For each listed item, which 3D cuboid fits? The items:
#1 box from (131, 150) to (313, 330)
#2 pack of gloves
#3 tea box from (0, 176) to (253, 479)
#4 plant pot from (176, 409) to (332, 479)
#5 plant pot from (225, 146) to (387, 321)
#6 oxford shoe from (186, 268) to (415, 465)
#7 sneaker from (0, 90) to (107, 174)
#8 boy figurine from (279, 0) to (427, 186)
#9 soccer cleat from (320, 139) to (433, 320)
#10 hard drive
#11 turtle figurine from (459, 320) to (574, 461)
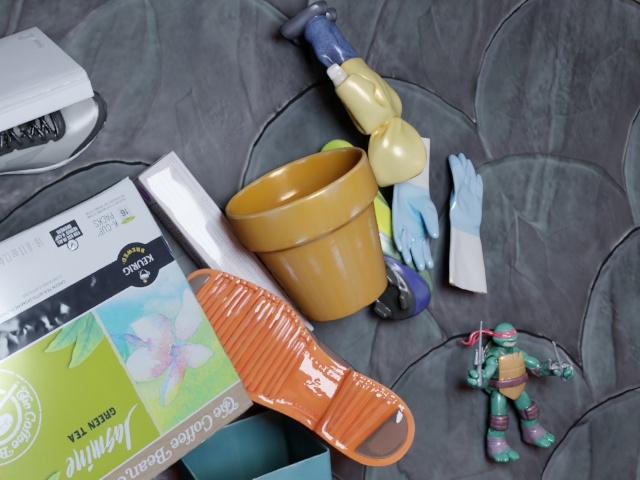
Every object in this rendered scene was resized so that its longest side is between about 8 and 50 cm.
[{"bbox_3d":[-0.136,0.023,1.302,0.067,0.063,0.324,-42,101,-20],"label":"box"},{"bbox_3d":[0.192,-0.052,1.404,0.195,0.046,0.232,16,64,-34],"label":"pack of gloves"},{"bbox_3d":[-0.319,0.151,1.101,0.329,0.220,0.323,-33,100,-36],"label":"tea box"},{"bbox_3d":[-0.078,0.380,1.242,0.165,0.166,0.234,-16,108,-22],"label":"plant pot"},{"bbox_3d":[0.000,0.000,1.270,0.205,0.205,0.188,-31,110,-21],"label":"plant pot"},{"bbox_3d":[-0.042,0.174,1.238,0.364,0.133,0.130,39,82,6],"label":"oxford shoe"},{"bbox_3d":[-0.399,-0.130,1.188,0.272,0.108,0.100,-24,93,-23],"label":"sneaker"},{"bbox_3d":[0.058,-0.208,1.350,0.092,0.177,0.285,-32,86,14],"label":"boy figurine"},{"bbox_3d":[0.081,-0.019,1.395,0.121,0.093,0.289,-26,91,-52],"label":"soccer cleat"},{"bbox_3d":[-0.456,-0.167,1.126,0.307,0.203,0.040,-27,130,-21],"label":"hard drive"},{"bbox_3d":[0.299,0.215,1.432,0.175,0.118,0.234,-10,105,-8],"label":"turtle figurine"}]
